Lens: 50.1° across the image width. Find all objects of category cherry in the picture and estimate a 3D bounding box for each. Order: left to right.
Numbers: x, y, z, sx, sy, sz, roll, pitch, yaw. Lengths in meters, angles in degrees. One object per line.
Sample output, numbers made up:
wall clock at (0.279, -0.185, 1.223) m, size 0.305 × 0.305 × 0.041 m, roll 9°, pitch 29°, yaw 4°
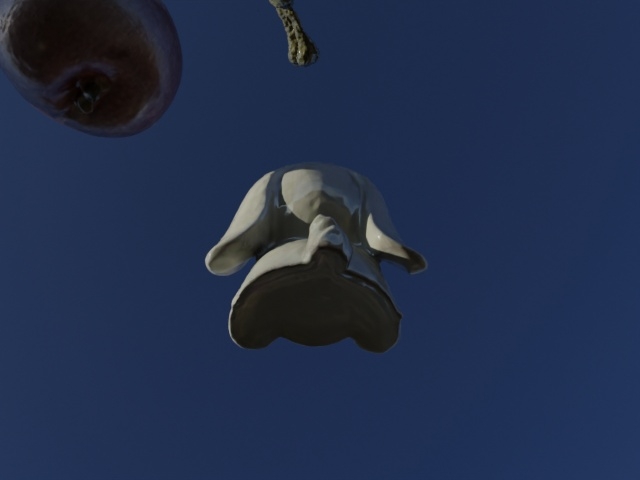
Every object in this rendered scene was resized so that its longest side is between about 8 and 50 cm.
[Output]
cherry at (-0.316, -0.275, 0.938) m, size 0.221 × 0.307 × 0.261 m, roll -40°, pitch -40°, yaw 11°

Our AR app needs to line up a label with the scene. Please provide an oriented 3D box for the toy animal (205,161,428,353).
toy animal at (0.000, 0.000, 0.901) m, size 0.272 × 0.265 × 0.206 m, roll 2°, pitch -50°, yaw 3°

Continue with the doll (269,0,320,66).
doll at (-0.081, -0.454, 1.204) m, size 0.091 × 0.202 × 0.286 m, roll -31°, pitch -28°, yaw -15°
